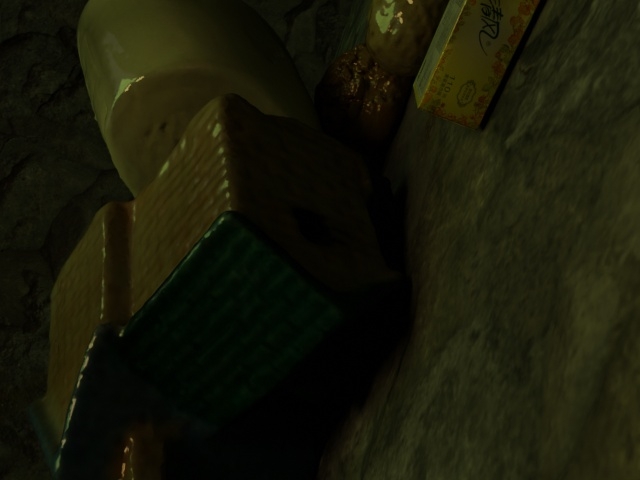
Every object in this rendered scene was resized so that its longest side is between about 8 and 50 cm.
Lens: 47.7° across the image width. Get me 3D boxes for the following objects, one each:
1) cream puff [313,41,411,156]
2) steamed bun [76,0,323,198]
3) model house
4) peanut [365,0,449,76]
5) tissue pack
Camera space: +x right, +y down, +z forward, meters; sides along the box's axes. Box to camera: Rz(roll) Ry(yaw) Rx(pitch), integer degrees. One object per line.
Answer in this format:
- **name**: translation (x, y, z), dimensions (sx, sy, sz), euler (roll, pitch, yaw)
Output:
- **cream puff**: translation (0.056, -0.215, 1.100), dimensions (0.189, 0.130, 0.189), euler (-158, 90, -82)
- **steamed bun**: translation (-0.138, -0.146, 1.059), dimensions (0.455, 0.290, 0.371), euler (69, 176, -48)
- **model house**: translation (-0.087, 0.099, 0.797), dimensions (0.382, 0.335, 0.342), euler (-49, 37, 32)
- **peanut**: translation (0.116, -0.292, 0.939), dimensions (0.140, 0.109, 0.159), euler (53, -136, -86)
- **tissue pack**: translation (0.146, -0.197, 0.643), dimensions (0.095, 0.062, 0.176), euler (-82, 13, -66)
